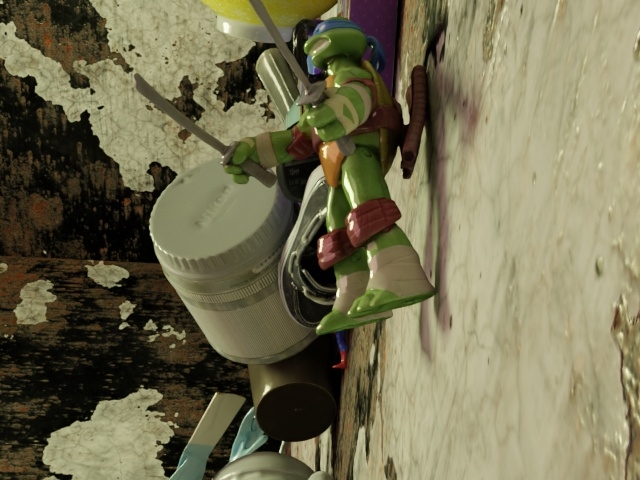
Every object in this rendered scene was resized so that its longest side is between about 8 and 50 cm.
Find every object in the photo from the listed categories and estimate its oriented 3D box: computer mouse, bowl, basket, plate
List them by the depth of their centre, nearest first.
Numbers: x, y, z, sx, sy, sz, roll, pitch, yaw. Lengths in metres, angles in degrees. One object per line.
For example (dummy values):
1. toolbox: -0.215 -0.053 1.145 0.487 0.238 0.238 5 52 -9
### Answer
1. computer mouse: -0.024 -0.161 1.315 0.041 0.071 0.242 37 130 49
2. bowl: -0.088 -0.384 1.555 0.289 0.290 0.156 -97 15 -67
3. plate: -0.046 -0.132 1.622 0.188 0.024 0.188 -177 90 -87
4. basket: -0.048 0.204 1.700 0.227 0.154 0.204 -99 12 -55

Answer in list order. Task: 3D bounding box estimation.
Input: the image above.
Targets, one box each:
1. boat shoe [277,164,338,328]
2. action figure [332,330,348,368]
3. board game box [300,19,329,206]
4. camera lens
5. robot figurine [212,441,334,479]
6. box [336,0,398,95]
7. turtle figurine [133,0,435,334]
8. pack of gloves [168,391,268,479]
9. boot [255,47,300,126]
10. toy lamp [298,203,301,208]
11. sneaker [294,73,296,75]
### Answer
1. boat shoe: 0.007 0.035 1.364 0.301 0.108 0.102 108 167 -46
2. action figure: 0.028 0.125 1.501 0.038 0.030 0.115 85 -171 -81
3. board game box: 0.014 -0.176 1.531 0.347 0.078 0.233 -96 10 -68
4. camera lens: -0.110 0.037 1.563 0.274 0.219 0.219 65 -162 -46
5. robot figurine: -0.084 0.470 1.594 0.300 0.200 0.353 -39 30 26
6. box: 0.050 -0.256 1.210 0.201 0.057 0.293 -104 17 -81
7. turtle figurine: -0.022 -0.057 0.867 0.275 0.198 0.266 0 -108 -54
8. pack of gloves: -0.159 0.361 1.686 0.232 0.046 0.195 -59 -30 4
9. boot: -0.057 -0.236 1.983 0.208 0.076 0.189 55 159 19
10. toy lamp: -0.026 -0.019 2.042 0.274 0.080 0.080 -93 7 -64
11. sneaker: 0.005 -0.341 1.898 0.217 0.079 0.121 -109 28 -66
